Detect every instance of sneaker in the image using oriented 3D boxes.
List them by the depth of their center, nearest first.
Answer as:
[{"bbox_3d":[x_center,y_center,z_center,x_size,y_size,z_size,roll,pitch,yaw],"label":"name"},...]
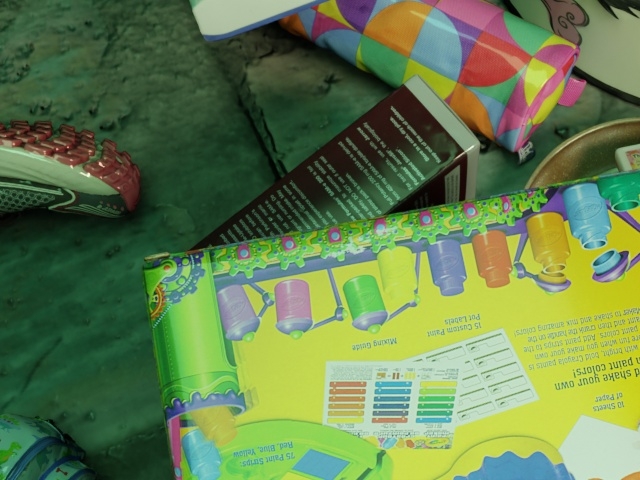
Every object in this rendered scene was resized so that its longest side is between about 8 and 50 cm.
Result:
[{"bbox_3d":[-0.285,-0.037,0.895,0.299,0.121,0.112,1,102,7],"label":"sneaker"}]

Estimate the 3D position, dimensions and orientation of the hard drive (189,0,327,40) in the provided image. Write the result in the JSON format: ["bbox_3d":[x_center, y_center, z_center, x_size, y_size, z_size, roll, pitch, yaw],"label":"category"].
[{"bbox_3d":[-0.025,-0.293,0.900,0.210,0.040,0.319,-20,47,1],"label":"hard drive"}]

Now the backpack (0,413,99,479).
[{"bbox_3d":[-0.212,0.176,0.807,0.084,0.114,0.105,28,78,14],"label":"backpack"}]

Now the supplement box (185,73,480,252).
[{"bbox_3d":[0.000,0.000,0.827,0.239,0.130,0.073,-39,74,-6],"label":"supplement box"}]

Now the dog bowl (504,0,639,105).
[{"bbox_3d":[0.322,-0.304,0.871,0.408,0.150,0.408,-2,72,7],"label":"dog bowl"}]

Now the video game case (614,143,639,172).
[{"bbox_3d":[0.298,-0.026,0.789,0.157,0.019,0.143,-11,46,4],"label":"video game case"}]

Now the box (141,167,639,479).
[{"bbox_3d":[0.075,0.134,0.638,0.290,0.177,0.279,-10,77,-1],"label":"box"}]

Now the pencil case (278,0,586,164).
[{"bbox_3d":[0.083,-0.155,0.884,0.236,0.104,0.104,31,79,13],"label":"pencil case"}]

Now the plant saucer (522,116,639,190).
[{"bbox_3d":[0.239,0.007,0.844,0.198,0.036,0.199,-2,72,7],"label":"plant saucer"}]
